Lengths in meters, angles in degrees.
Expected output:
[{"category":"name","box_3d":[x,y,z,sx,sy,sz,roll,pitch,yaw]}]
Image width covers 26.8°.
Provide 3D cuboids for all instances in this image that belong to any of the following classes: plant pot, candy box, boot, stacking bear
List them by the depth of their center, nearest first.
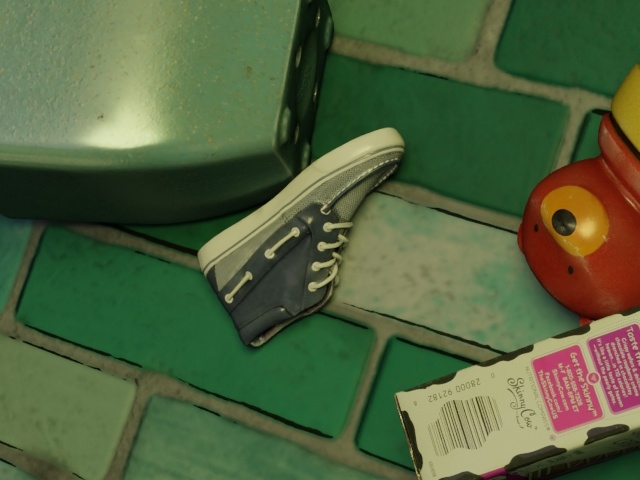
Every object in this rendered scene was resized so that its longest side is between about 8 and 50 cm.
[{"category":"candy box","box_3d":[0.185,0.095,0.838,0.233,0.159,0.071,-23,72,19]},{"category":"stacking bear","box_3d":[0.246,-0.063,0.850,0.289,0.164,0.175,-45,64,21]},{"category":"plant pot","box_3d":[-0.128,-0.137,1.000,0.252,0.247,0.247,9,81,8]},{"category":"boot","box_3d":[0.000,0.000,1.004,0.190,0.069,0.086,-36,73,22]}]
